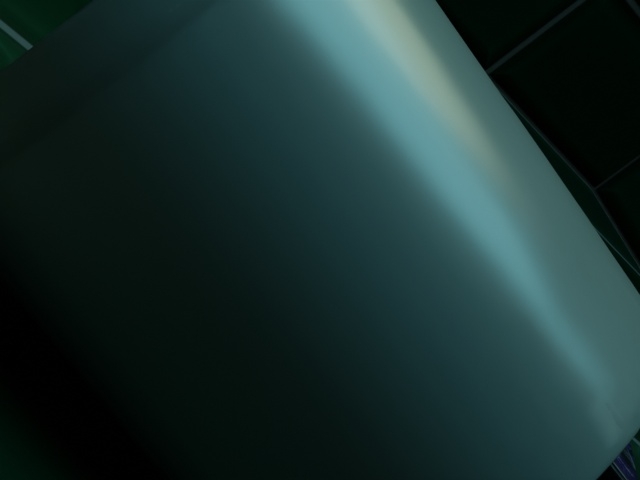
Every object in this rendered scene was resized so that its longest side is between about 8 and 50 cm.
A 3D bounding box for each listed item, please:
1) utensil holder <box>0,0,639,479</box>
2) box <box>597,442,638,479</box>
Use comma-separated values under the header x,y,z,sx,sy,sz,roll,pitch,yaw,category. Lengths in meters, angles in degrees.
x,y,z,sx,sy,sz,roll,pitch,yaw,category
-0.013,-0.002,1.155,0.385,0.327,0.327,52,13,-10,utensil holder
0.241,0.203,1.954,0.153,0.108,0.207,50,14,-9,box
